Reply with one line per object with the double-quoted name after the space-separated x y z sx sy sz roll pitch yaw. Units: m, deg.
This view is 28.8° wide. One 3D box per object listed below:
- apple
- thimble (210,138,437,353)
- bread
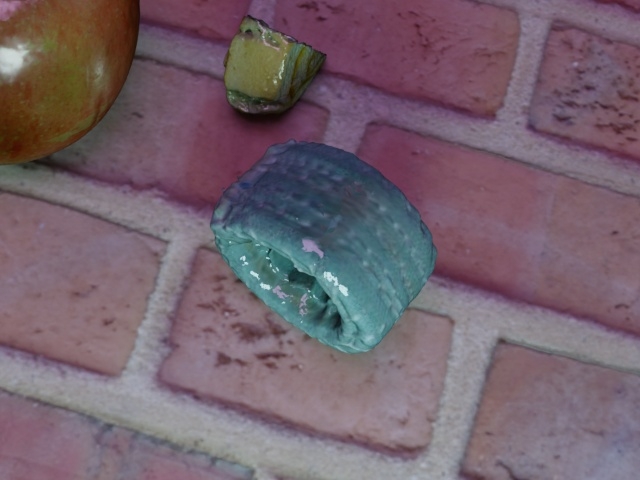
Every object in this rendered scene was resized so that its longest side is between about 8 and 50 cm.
-0.354 -0.252 1.376 0.319 0.277 0.319 2 66 -5 "apple"
0.000 0.000 1.324 0.235 0.198 0.143 37 67 6 "thimble"
-0.059 -0.198 1.473 0.103 0.156 0.110 23 98 14 "bread"
